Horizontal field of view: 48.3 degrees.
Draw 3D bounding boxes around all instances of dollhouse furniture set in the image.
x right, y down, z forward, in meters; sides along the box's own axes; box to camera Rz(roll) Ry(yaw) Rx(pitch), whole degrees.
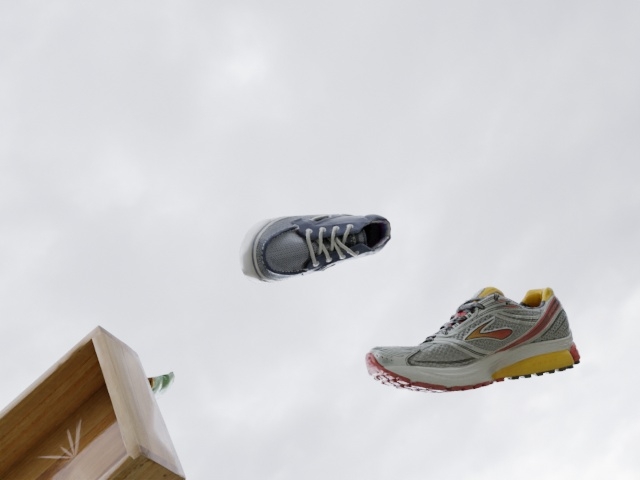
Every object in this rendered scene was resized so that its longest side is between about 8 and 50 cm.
[{"bbox_3d":[-0.243,0.238,0.920,0.152,0.058,0.076,-43,-19,11],"label":"dollhouse furniture set"}]

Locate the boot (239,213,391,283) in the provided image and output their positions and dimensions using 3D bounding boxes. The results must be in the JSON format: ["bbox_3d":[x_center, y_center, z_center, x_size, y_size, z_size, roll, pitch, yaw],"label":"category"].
[{"bbox_3d":[0.000,0.000,0.759,0.190,0.086,0.069,-23,-76,-57],"label":"boot"}]

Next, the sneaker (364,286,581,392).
[{"bbox_3d":[0.145,0.096,0.701,0.225,0.088,0.092,-7,-97,-23],"label":"sneaker"}]

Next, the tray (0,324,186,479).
[{"bbox_3d":[-0.336,0.295,0.727,0.411,0.203,0.076,-41,-50,-1],"label":"tray"}]
